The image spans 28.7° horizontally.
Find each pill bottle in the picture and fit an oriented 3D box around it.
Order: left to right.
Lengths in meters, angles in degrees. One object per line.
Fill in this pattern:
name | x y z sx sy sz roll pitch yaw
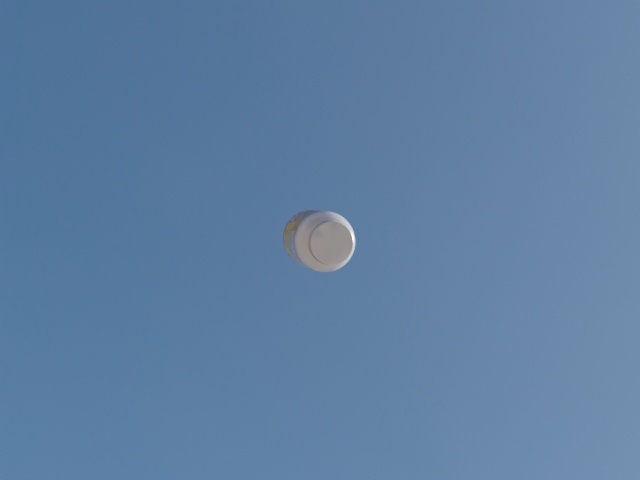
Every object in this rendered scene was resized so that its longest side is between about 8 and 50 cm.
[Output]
pill bottle | 0.000 0.000 0.897 0.043 0.083 0.043 -1 -87 -12
